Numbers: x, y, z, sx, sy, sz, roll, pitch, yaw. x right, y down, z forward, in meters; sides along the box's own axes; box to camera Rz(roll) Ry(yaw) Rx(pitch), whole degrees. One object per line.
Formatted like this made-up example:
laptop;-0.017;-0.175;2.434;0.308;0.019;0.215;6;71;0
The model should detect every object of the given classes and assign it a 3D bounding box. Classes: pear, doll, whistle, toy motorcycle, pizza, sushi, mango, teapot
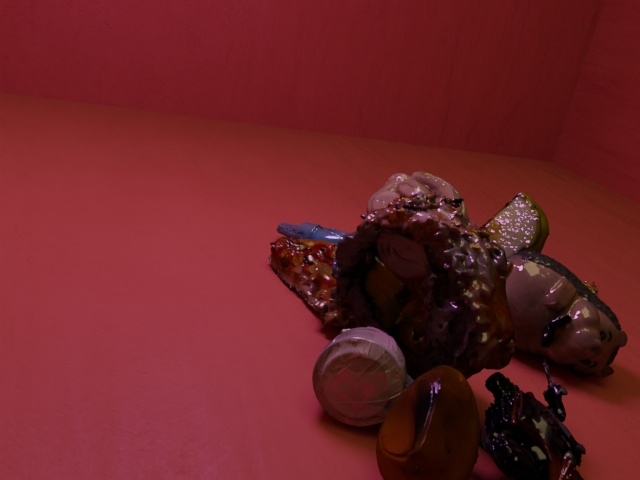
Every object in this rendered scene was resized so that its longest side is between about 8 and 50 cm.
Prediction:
pear;0.581;0.015;2.041;0.292;0.292;0.159;-11;56;-46
doll;0.537;0.179;1.559;0.349;0.247;0.247;32;23;5
whistle;0.000;0.000;1.901;0.273;0.093;0.186;18;19;24
toy motorcycle;0.374;0.326;1.170;0.207;0.134;0.401;42;19;-4
pizza;0.075;0.097;1.634;0.439;0.130;0.406;12;18;-1
sushi;0.190;0.105;1.322;0.175;0.418;0.417;-22;38;-40
mango;0.181;0.307;1.066;0.136;0.166;0.236;-19;32;44
teapot;0.108;0.242;1.222;0.221;0.163;0.178;16;14;10

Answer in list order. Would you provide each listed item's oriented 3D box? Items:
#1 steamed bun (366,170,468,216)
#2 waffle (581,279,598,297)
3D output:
steamed bun;0.313;-0.101;2.156;0.324;0.231;0.372;10;22;4
waffle;0.696;0.134;1.943;0.280;0.060;0.262;9;10;-25
